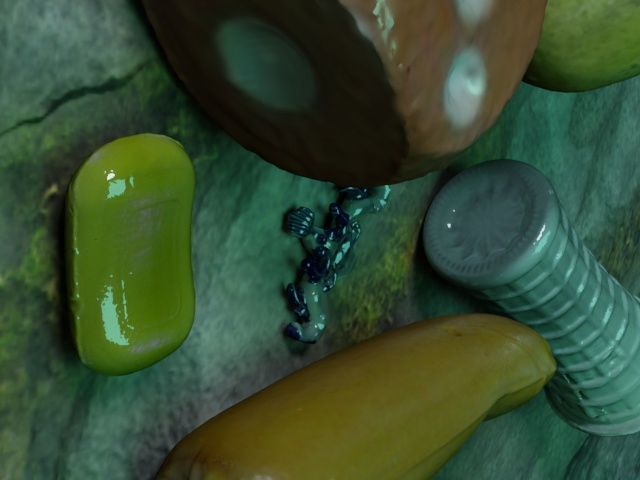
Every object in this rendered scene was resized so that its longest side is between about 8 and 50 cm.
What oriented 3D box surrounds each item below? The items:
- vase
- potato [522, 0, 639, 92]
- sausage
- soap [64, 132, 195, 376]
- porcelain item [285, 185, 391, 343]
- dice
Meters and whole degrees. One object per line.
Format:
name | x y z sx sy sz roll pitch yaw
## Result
vase | 0.200 0.052 1.005 0.299 0.143 0.143 41 70 -46
potato | 0.150 -0.288 0.757 0.296 0.290 0.397 -46 120 8
sausage | 0.042 0.125 0.830 0.354 0.134 0.116 -24 83 -45
soap | -0.107 0.008 0.672 0.089 0.045 0.140 -17 116 -45
porcelain item | 0.000 0.000 0.825 0.075 0.021 0.136 41 69 -45
dice | 0.018 -0.150 0.674 0.179 0.175 0.174 -55 138 -29
